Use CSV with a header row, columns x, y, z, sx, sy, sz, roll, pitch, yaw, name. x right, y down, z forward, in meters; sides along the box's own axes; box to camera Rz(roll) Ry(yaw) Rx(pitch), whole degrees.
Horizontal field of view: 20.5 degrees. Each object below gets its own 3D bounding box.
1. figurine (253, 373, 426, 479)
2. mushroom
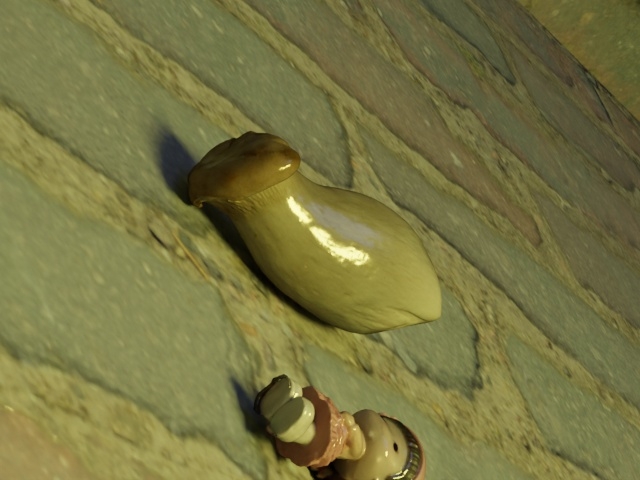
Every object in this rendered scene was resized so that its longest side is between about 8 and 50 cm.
x,y,z,sx,sy,sz,roll,pitch,yaw,name
0.010,0.120,1.060,0.129,0.054,0.072,28,16,-40,figurine
0.001,-0.001,1.189,0.212,0.088,0.097,35,16,-31,mushroom
